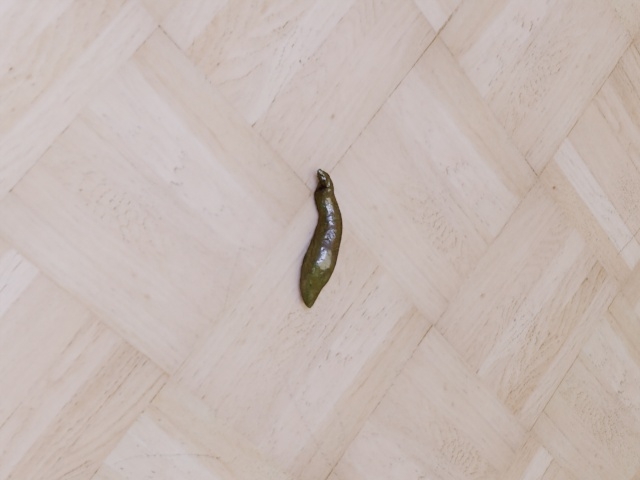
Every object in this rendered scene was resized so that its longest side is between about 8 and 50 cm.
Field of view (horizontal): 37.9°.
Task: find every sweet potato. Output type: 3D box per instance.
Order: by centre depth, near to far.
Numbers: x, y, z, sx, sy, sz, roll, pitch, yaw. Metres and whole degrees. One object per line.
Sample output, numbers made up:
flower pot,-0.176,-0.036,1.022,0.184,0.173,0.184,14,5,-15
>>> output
sweet potato,0.004,-0.001,1.022,0.041,0.038,0.153,4,94,-58
